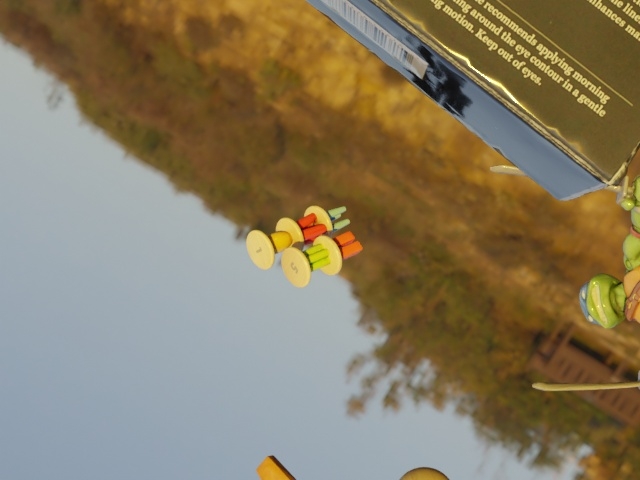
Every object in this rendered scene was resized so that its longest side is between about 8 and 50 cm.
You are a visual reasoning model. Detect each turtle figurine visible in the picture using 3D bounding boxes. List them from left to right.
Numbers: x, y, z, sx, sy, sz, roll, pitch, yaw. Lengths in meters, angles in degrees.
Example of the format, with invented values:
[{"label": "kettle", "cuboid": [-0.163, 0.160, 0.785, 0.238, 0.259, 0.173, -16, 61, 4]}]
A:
[{"label": "turtle figurine", "cuboid": [0.328, 0.043, 1.225, 0.266, 0.197, 0.275, -14, 148, 34]}]

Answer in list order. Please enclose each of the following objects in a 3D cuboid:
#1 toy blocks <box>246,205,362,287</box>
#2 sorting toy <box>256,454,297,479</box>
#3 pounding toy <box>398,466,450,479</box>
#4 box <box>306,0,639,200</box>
[{"label": "toy blocks", "cuboid": [0.000, 0.000, 1.730, 0.148, 0.054, 0.123, -24, -146, -36]}, {"label": "sorting toy", "cuboid": [-0.018, 0.462, 1.895, 0.307, 0.229, 0.041, 44, -165, 21]}, {"label": "pounding toy", "cuboid": [0.076, 0.309, 1.059, 0.110, 0.237, 0.183, -8, 120, 51]}, {"label": "box", "cuboid": [0.132, -0.251, 0.866, 0.343, 0.312, 0.179, 39, 180, 2]}]
